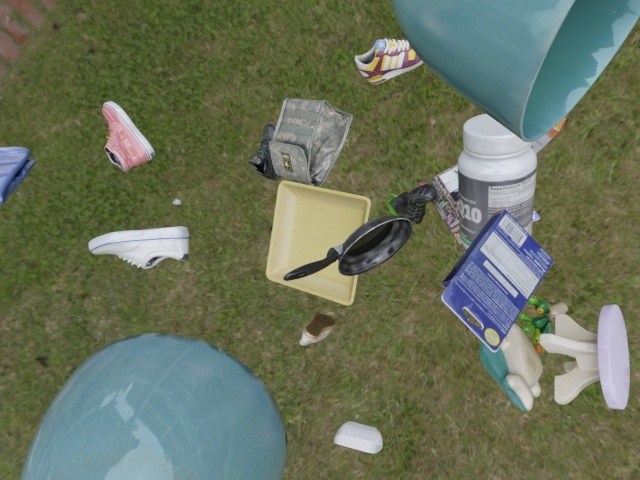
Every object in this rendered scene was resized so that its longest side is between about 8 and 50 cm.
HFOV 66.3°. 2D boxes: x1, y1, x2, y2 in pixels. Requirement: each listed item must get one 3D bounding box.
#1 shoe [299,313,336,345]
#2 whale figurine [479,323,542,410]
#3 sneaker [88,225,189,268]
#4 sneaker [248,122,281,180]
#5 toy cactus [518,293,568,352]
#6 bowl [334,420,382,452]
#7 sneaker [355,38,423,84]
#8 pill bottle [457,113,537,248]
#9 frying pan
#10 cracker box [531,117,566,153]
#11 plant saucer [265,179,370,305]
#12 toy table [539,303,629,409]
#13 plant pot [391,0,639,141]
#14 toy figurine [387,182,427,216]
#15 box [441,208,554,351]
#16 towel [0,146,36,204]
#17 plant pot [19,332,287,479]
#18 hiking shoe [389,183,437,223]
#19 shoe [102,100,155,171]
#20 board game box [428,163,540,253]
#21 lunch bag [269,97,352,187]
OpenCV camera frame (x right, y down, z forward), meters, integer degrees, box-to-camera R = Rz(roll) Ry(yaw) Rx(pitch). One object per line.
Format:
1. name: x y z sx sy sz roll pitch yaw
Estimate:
1. shoe: -0.012 0.313 1.727 0.076 0.219 0.058 35 109 16
2. whale figurine: 0.502 0.343 1.318 0.141 0.272 0.216 -32 100 28
3. sneaker: -0.440 0.024 1.184 0.258 0.094 0.091 -6 85 13
4. sneaker: -0.213 -0.353 1.908 0.087 0.130 0.228 -5 84 39
5. toy cactus: 0.699 0.252 1.554 0.180 0.112 0.219 -25 103 -17
6. bowl: 0.117 0.596 1.495 0.142 0.142 0.053 13 58 2
7. sneaker: 0.167 -0.423 1.104 0.185 0.084 0.070 -22 51 32
8. pill bottle: 0.488 -0.155 1.366 0.204 0.204 0.361 -1 124 16
9. frying pan: 0.063 0.037 1.095 0.326 0.197 0.053 -26 62 -12
10. cracker box: 0.673 -0.360 1.630 0.155 0.232 0.067 33 70 6
11. plant saucer: 0.000 0.000 1.550 0.332 0.081 0.333 15 101 29
12. toy table: 0.715 0.309 1.315 0.160 0.252 0.274 -14 36 42
13. plant pot: 0.227 -0.302 0.578 0.235 0.293 0.293 39 96 25
14. toy figurine: 0.360 -0.159 1.902 0.159 0.173 0.130 -30 98 -8
15. box: 0.301 0.067 0.849 0.136 0.036 0.225 46 64 -4
16. towel: -0.561 -0.085 0.658 0.285 0.209 0.034 -4 117 -16
17. plant pot: -0.193 0.273 0.520 0.290 0.195 0.290 1 106 5
18. hiking shoe: 0.331 -0.117 1.658 0.086 0.227 0.114 -35 99 -21
19. shoe: -0.458 -0.235 1.105 0.081 0.063 0.178 -36 78 -27
20. board game box: 0.535 -0.125 1.648 0.232 0.141 0.291 -28 80 -7
21. lunch bag: -0.054 -0.336 1.716 0.235 0.169 0.287 24 98 49
